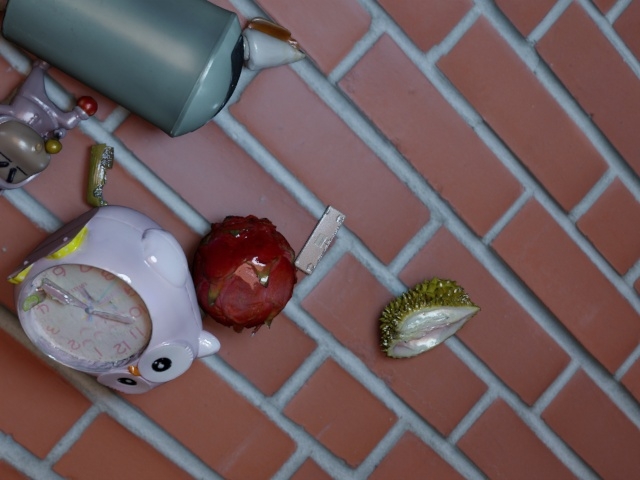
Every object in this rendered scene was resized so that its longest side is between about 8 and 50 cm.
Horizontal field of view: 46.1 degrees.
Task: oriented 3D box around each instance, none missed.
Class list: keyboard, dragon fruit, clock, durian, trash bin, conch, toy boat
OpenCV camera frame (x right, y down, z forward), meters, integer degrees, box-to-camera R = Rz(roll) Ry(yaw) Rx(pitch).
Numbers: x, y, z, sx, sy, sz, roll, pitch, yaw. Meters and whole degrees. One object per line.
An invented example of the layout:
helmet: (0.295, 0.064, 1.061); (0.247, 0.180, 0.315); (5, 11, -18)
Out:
keyboard: (0.000, 0.000, 1.771); (0.055, 0.017, 0.166); (32, 88, -13)
dragon fruit: (-0.165, 0.067, 1.628); (0.241, 0.241, 0.252); (32, 92, -17)
clock: (-0.406, 0.123, 1.531); (0.368, 0.250, 0.376); (-27, 114, 18)
durian: (0.239, 0.183, 1.809); (0.250, 0.183, 0.138); (-28, 68, -7)
trash bin: (-0.364, -0.398, 1.483); (0.432, 0.280, 0.280); (27, 90, -14)
conch: (-0.111, -0.427, 1.642); (0.176, 0.094, 0.104); (-10, 59, -19)
toy boat: (-0.469, -0.133, 1.602); (0.049, 0.047, 0.149); (5, 95, -17)

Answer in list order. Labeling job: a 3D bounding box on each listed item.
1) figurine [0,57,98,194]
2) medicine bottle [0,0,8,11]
figurine: (-0.591, -0.224, 1.497); (0.287, 0.186, 0.176); (-51, 133, -21)
medicine bottle: (-0.696, -0.430, 1.459); (0.212, 0.122, 0.122); (-40, 106, -8)
